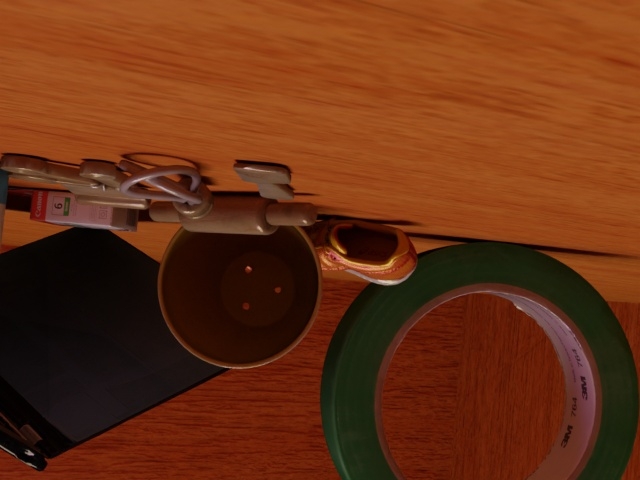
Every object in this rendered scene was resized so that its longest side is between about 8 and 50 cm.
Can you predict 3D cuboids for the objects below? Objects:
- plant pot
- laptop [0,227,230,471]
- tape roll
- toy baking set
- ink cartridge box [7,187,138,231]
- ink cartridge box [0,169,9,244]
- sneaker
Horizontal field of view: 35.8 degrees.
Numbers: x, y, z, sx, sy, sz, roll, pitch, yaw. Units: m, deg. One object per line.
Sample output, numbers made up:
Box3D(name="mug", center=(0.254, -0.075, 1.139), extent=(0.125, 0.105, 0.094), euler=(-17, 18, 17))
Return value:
Box3D(name="plant pot", center=(-0.059, 0.039, 0.838), extent=(0.134, 0.134, 0.095), euler=(5, 175, 7))
Box3D(name="laptop", center=(-0.325, 0.021, 0.975), extent=(0.382, 0.236, 0.408), euler=(27, 164, 42))
Box3D(name="tape roll", center=(0.162, 0.163, 1.016), extent=(0.321, 0.321, 0.077), euler=(6, 176, -10))
Box3D(name="toy baking set", center=(-0.101, -0.028, 0.682), extent=(0.256, 0.030, 0.197), euler=(3, 176, 32))
Box3D(name="ink cartridge box", center=(-0.228, -0.027, 0.891), extent=(0.115, 0.029, 0.063), euler=(4, 177, 11))
Box3D(name="ink cartridge box", center=(-0.272, 0.012, 0.658), extent=(0.092, 0.143, 0.090), euler=(5, 177, 1))
Box3D(name="sneaker", center=(0.000, 0.000, 0.896), extent=(0.175, 0.064, 0.067), euler=(0, 153, 16))
